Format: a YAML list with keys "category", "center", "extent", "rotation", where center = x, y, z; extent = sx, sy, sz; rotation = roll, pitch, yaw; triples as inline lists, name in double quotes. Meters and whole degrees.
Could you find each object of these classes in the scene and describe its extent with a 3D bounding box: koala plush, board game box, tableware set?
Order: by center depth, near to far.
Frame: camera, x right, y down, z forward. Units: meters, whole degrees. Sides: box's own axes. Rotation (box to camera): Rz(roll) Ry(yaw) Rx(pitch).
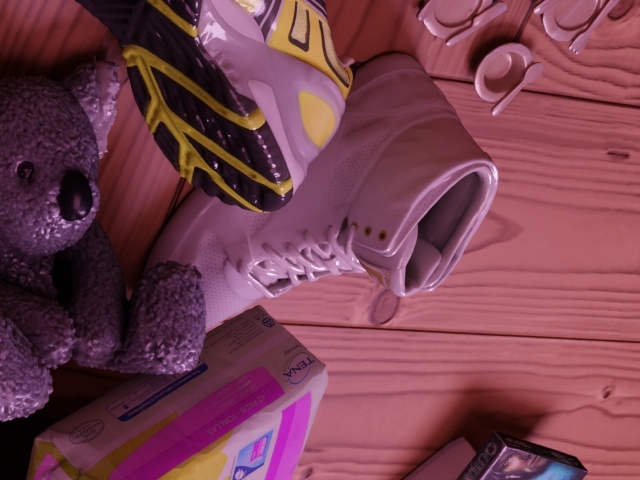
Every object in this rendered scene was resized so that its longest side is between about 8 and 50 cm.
- category: "koala plush"
  center: [-0.209, -0.016, 1.402]
  extent: [0.196, 0.203, 0.221]
  rotation: [-15, 111, -33]
- category: "tableware set"
  center: [0.160, -0.184, 1.576]
  extent: [0.141, 0.020, 0.168]
  rotation: [-41, 136, 4]
- category: "board game box"
  center: [0.155, 0.269, 1.876]
  extent: [0.126, 0.026, 0.186]
  rotation: [21, 112, -42]

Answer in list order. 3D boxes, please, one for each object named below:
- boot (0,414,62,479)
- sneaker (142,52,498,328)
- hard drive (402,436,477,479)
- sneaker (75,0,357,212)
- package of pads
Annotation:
- category: "boot"
  center: [-0.211, 0.216, 1.637]
  extent: [0.246, 0.083, 0.161]
  rotation: [-12, 136, -22]
- category: "sneaker"
  center: [0.000, 0.000, 1.523]
  extent: [0.292, 0.169, 0.108]
  rotation: [-42, 138, 7]
- category: "hard drive"
  center: [0.134, 0.358, 1.988]
  extent: [0.233, 0.047, 0.353]
  rotation: [-40, 135, 2]
- category: "sneaker"
  center: [-0.086, -0.200, 1.356]
  extent: [0.147, 0.145, 0.384]
  rotation: [-53, 141, -31]
- category: "package of pads"
  center: [-0.129, 0.213, 1.511]
  extent: [0.229, 0.101, 0.296]
  rotation: [-32, 153, -38]
